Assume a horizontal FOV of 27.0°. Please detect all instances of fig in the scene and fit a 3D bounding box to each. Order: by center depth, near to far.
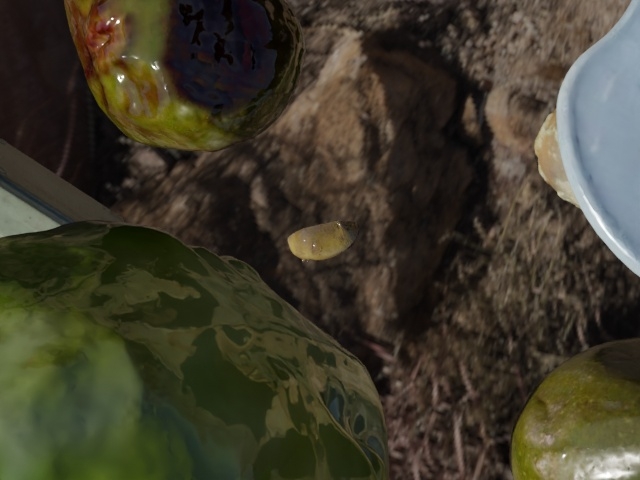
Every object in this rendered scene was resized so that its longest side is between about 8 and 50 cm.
[{"bbox_3d":[0.188,0.123,0.687,0.133,0.185,0.126,-2,107,-29],"label":"fig"},{"bbox_3d":[-0.078,-0.124,0.817,0.154,0.165,0.144,21,93,18],"label":"fig"}]

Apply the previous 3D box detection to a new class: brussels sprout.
[{"bbox_3d":[-0.121,0.129,0.756,0.344,0.344,0.268,-5,78,18],"label":"brussels sprout"}]

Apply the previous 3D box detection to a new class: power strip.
[{"bbox_3d":[-0.264,-0.046,1.086,0.272,0.078,0.052,36,108,-29],"label":"power strip"}]

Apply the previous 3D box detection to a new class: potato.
[{"bbox_3d":[0.000,0.001,1.620,0.093,0.036,0.037,-15,67,19],"label":"potato"}]

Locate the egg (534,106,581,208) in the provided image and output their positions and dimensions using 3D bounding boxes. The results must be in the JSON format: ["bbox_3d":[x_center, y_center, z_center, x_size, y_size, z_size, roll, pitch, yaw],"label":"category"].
[{"bbox_3d":[0.405,-0.128,1.752,0.245,0.203,0.203,-12,110,8],"label":"egg"}]

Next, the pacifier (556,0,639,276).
[{"bbox_3d":[0.243,-0.072,0.705,0.227,0.207,0.279,26,74,1],"label":"pacifier"}]
